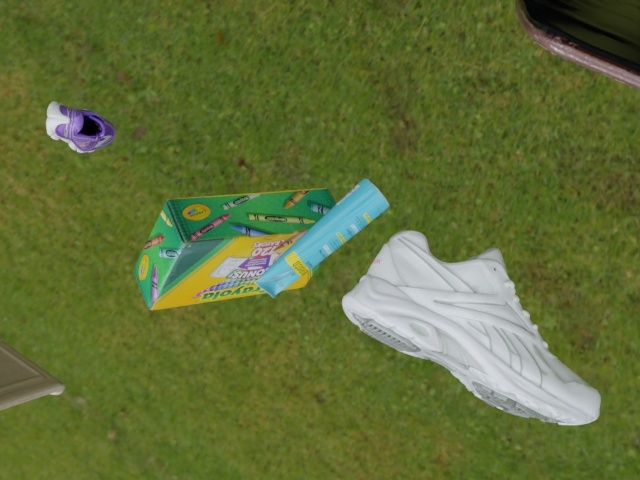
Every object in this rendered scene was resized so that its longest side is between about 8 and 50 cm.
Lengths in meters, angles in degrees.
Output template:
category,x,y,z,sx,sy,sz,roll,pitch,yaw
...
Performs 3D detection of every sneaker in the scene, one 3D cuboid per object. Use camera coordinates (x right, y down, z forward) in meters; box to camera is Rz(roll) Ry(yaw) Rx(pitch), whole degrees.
category,x,y,z,sx,sy,sz,roll,pitch,yaw
sneaker,-0.349,-0.165,1.281,0.071,0.170,0.068,11,93,10
sneaker,0.141,0.066,0.695,0.232,0.115,0.090,31,165,-7

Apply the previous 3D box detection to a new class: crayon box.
category,x,y,z,sx,sy,sz,roll,pitch,yaw
crayon box,-0.118,0.010,1.256,0.165,0.278,0.081,-55,53,43

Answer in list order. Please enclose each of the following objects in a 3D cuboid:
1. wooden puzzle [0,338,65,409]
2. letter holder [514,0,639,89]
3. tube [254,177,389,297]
category,x,y,z,sx,sy,sz,roll,pitch,yaw
wooden puzzle,-0.392,0.107,0.815,0.221,0.239,0.044,31,94,13
letter holder,0.153,-0.188,0.428,0.214,0.302,0.152,23,117,7
tube,0.000,0.000,1.156,0.052,0.207,0.080,49,179,29
